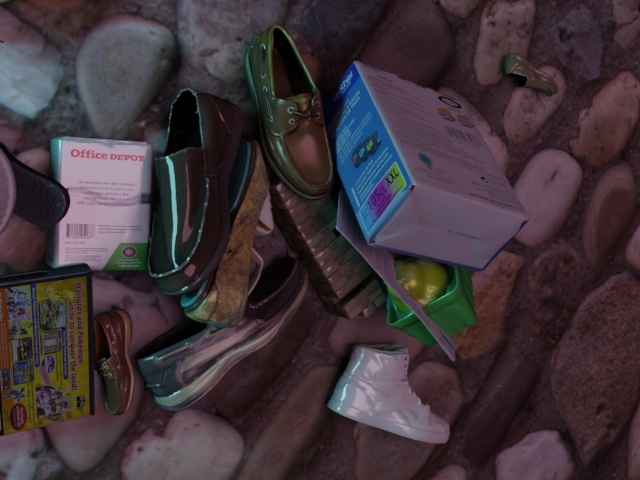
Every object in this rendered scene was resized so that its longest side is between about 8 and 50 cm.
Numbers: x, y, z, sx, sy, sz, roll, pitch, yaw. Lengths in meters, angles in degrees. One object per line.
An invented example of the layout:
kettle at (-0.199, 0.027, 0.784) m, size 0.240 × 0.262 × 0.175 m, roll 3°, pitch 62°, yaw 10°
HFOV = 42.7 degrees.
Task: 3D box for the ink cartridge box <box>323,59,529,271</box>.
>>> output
ink cartridge box at (0.165, -0.155, 1.459) m, size 0.270 × 0.395 × 0.151 m, roll 14°, pitch 132°, yaw -33°

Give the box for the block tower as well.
block tower at (0.000, 0.000, 1.530) m, size 0.091 × 0.097 × 0.335 m, roll -39°, pitch 112°, yaw -22°

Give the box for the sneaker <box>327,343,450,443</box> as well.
sneaker at (0.169, 0.301, 1.652) m, size 0.293 × 0.108 × 0.169 m, roll 23°, pitch 87°, yaw -29°

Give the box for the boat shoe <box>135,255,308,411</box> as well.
boat shoe at (-0.168, 0.139, 1.426) m, size 0.355 × 0.132 × 0.130 m, roll -44°, pitch 115°, yaw -20°

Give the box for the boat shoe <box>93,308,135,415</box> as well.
boat shoe at (-0.350, 0.204, 1.357) m, size 0.060 × 0.064 × 0.177 m, roll -3°, pitch 91°, yaw -52°

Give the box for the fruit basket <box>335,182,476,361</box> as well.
fruit basket at (0.140, 0.018, 1.531) m, size 0.165 × 0.327 × 0.353 m, roll -38°, pitch 113°, yaw 26°

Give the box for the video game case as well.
video game case at (-0.476, 0.179, 1.258) m, size 0.248 × 0.035 × 0.274 m, roll -8°, pitch 118°, yaw -29°

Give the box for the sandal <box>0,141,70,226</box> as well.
sandal at (-0.494, -0.109, 1.233) m, size 0.254 × 0.054 × 0.097 m, roll 40°, pitch 97°, yaw -8°

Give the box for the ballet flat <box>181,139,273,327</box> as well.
ballet flat at (-0.139, -0.008, 1.395) m, size 0.123 × 0.123 × 0.348 m, roll 32°, pitch 56°, yaw -29°

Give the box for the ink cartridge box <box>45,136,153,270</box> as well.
ink cartridge box at (-0.357, -0.059, 1.319) m, size 0.153 × 0.087 × 0.208 m, roll 2°, pitch 95°, yaw -29°

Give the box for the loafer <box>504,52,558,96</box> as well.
loafer at (0.453, -0.351, 1.780) m, size 0.148 × 0.056 × 0.050 m, roll 29°, pitch 81°, yaw -19°

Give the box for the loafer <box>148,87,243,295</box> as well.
loafer at (-0.226, -0.088, 1.319) m, size 0.130 × 0.134 × 0.365 m, roll 36°, pitch 50°, yaw -47°

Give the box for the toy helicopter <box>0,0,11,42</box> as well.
toy helicopter at (-0.581, -0.397, 1.154) m, size 0.355 × 0.140 × 0.234 m, roll -5°, pitch 107°, yaw -19°

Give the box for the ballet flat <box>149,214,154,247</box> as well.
ballet flat at (-0.246, -0.056, 1.418) m, size 0.057 × 0.049 × 0.173 m, roll 43°, pitch 67°, yaw -3°

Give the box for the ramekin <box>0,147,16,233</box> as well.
ramekin at (-0.549, -0.068, 1.151) m, size 0.207 × 0.109 × 0.207 m, roll -1°, pitch 100°, yaw -4°

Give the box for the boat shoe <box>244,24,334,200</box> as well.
boat shoe at (-0.051, -0.221, 1.410) m, size 0.111 × 0.104 × 0.307 m, roll -20°, pitch 83°, yaw -27°
